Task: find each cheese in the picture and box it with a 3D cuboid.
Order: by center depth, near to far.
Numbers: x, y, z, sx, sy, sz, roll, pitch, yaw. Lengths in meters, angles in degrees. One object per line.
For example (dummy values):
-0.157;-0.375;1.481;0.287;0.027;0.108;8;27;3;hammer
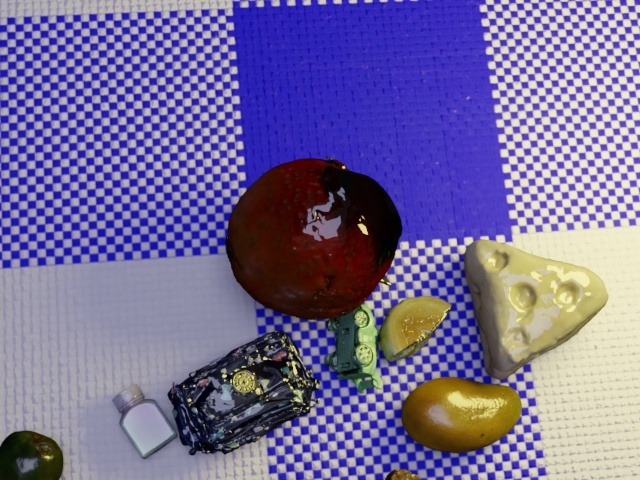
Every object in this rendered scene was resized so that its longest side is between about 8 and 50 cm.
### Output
0.387;0.094;1.868;0.247;0.174;0.251;-17;72;-8;cheese

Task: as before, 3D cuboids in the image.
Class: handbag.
-0.132;0.269;1.801;0.260;0.113;0.162;-24;85;-19;handbag

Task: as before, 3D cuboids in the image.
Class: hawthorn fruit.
-0.012;-0.010;1.792;0.315;0.316;0.316;1;75;-5;hawthorn fruit

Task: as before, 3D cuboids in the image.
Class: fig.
-0.504;0.412;1.737;0.117;0.117;0.178;21;84;1;fig

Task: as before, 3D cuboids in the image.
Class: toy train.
0.067;0.192;1.856;0.081;0.099;0.149;17;66;-30;toy train

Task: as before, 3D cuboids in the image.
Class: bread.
0.159;0.157;1.871;0.094;0.083;0.157;35;66;5;bread

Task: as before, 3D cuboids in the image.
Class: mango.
0.254;0.308;1.837;0.227;0.099;0.136;-3;68;-15;mango

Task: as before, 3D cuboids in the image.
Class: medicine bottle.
-0.310;0.313;1.800;0.074;0.055;0.118;-35;82;-12;medicine bottle

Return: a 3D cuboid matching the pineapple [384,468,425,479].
0.226;0.496;1.760;0.277;0.130;0.119;28;70;2;pineapple
